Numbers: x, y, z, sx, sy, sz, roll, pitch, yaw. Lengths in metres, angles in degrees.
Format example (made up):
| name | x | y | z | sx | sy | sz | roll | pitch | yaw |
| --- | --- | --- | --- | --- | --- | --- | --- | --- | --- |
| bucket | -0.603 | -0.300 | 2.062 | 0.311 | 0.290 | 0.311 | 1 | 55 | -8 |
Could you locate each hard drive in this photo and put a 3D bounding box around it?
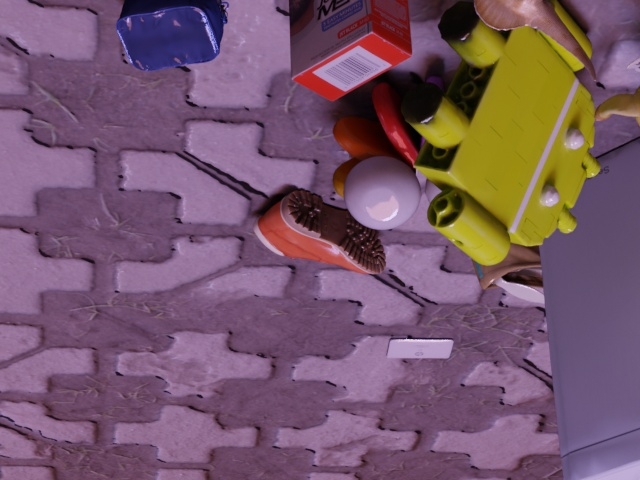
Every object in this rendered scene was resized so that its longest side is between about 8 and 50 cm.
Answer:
| name | x | y | z | sx | sy | sz | roll | pitch | yaw |
| --- | --- | --- | --- | --- | --- | --- | --- | --- | --- |
| hard drive | 0.333 | 0.060 | 1.620 | 0.233 | 0.353 | 0.047 | -26 | 141 | 36 |

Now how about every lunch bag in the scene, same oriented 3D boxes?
| name | x | y | z | sx | sy | sz | roll | pitch | yaw |
| --- | --- | --- | --- | --- | --- | --- | --- | --- | --- |
| lunch bag | -0.130 | -0.202 | 1.443 | 0.098 | 0.065 | 0.067 | -6 | 134 | 10 |

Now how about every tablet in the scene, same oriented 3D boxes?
| name | x | y | z | sx | sy | sz | roll | pitch | yaw |
| --- | --- | --- | --- | --- | --- | --- | --- | --- | --- |
| tablet | 0.130 | 0.143 | 2.093 | 0.083 | 0.006 | 0.054 | 1 | 150 | -3 |

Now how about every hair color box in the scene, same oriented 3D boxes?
| name | x | y | z | sx | sy | sz | roll | pitch | yaw |
| --- | --- | --- | --- | --- | --- | --- | --- | --- | --- |
| hair color box | 0.022 | -0.212 | 1.328 | 0.093 | 0.167 | 0.053 | -27 | 142 | 36 |

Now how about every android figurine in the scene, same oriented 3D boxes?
| name | x | y | z | sx | sy | sz | roll | pitch | yaw |
| --- | --- | --- | --- | --- | --- | --- | --- | --- | --- |
| android figurine | 0.179 | -0.099 | 1.481 | 0.056 | 0.248 | 0.273 | 13 | 162 | 43 |

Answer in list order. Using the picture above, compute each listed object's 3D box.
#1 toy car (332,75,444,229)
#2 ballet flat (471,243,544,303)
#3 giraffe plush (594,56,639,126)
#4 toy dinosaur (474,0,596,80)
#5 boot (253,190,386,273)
| name | x | y | z | sx | sy | sz | roll | pitch | yaw |
| --- | --- | --- | --- | --- | --- | --- | --- | --- | --- |
| toy car | 0.100 | -0.096 | 1.581 | 0.182 | 0.159 | 0.136 | -3 | 113 | 5 |
| ballet flat | 0.282 | 0.046 | 1.869 | 0.232 | 0.073 | 0.080 | 9 | 148 | -17 |
| giraffe plush | 0.380 | -0.087 | 1.497 | 0.210 | 0.170 | 0.181 | -5 | 157 | -42 |
| toy dinosaur | 0.179 | -0.218 | 1.388 | 0.183 | 0.092 | 0.053 | 36 | 171 | -4 |
| boot | 0.000 | 0.000 | 1.803 | 0.158 | 0.059 | 0.085 | 30 | 141 | -29 |
